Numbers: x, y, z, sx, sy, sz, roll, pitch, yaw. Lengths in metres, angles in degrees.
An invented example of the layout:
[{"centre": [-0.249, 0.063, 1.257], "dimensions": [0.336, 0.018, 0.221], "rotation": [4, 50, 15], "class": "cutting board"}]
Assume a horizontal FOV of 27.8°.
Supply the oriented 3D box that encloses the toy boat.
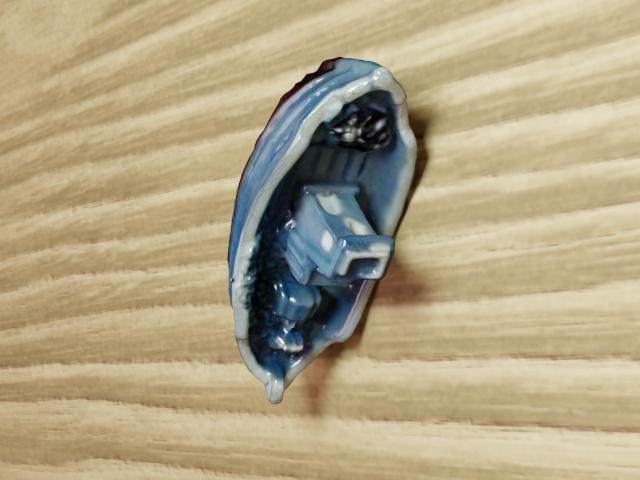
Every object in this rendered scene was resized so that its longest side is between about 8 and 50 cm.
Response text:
[{"centre": [0.000, 0.000, 0.987], "dimensions": [0.142, 0.129, 0.309], "rotation": [-118, 38, -48], "class": "toy boat"}]
